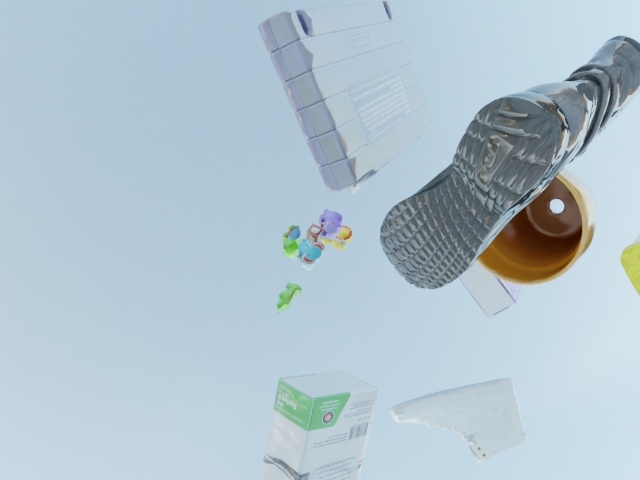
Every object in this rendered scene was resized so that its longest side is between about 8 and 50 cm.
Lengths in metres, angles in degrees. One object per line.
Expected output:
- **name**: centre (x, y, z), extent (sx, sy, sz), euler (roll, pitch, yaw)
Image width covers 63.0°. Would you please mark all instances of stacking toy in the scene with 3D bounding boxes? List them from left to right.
- **stacking toy**: centre (0.000, 0.000, 0.855), extent (0.221, 0.052, 0.167), euler (-53, -19, -37)

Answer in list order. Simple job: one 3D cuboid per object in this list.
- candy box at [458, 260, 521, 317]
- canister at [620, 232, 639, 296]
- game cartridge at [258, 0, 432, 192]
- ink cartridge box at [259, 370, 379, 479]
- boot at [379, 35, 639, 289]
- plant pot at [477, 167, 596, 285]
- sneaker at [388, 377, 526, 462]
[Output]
- **candy box**: centre (0.354, 0.045, 1.116), extent (0.070, 0.196, 0.165), euler (-38, -92, 33)
- **canister**: centre (0.700, 0.044, 1.090), extent (0.170, 0.073, 0.126), euler (-23, -97, -46)
- **game cartridge**: centre (0.061, -0.225, 0.767), extent (0.355, 0.068, 0.230), euler (-41, -64, -53)
- **ink cartridge box**: centre (-0.008, 0.445, 1.124), extent (0.211, 0.122, 0.289), euler (9, -86, -46)
- **boot**: centre (0.222, -0.072, 0.623), extent (0.223, 0.338, 0.118), euler (-30, -101, -31)
- **plant pot**: centre (0.384, -0.044, 0.912), extent (0.188, 0.205, 0.205), euler (-17, -72, -45)
- **sneaker**: centre (0.309, 0.423, 1.181), extent (0.293, 0.108, 0.169), euler (-16, -102, 15)
